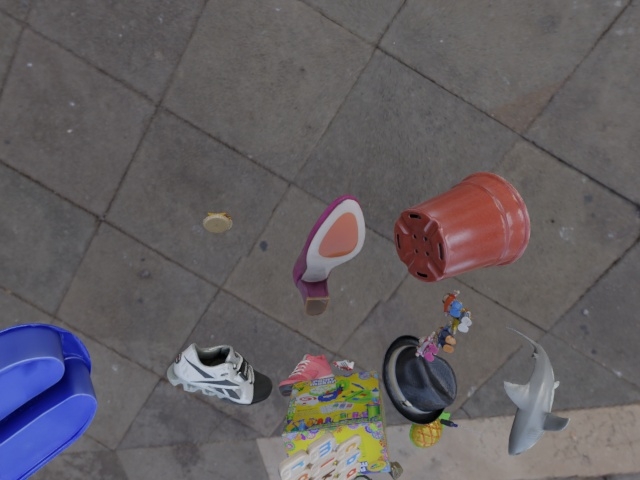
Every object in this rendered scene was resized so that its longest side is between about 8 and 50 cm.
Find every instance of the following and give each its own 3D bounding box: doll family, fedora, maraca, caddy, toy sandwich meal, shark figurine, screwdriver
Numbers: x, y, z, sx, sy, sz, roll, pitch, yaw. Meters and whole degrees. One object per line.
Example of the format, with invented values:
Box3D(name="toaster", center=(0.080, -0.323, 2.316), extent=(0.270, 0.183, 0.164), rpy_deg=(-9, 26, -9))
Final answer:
Box3D(name="doll family", center=(0.423, 0.295, 1.599), extent=(0.118, 0.163, 0.263), rpy_deg=(28, 98, -1))
Box3D(name="fedora", center=(0.385, 0.498, 1.757), extent=(0.334, 0.334, 0.152), rpy_deg=(48, 143, -11))
Box3D(name="maraca", center=(0.424, 0.721, 1.870), extent=(0.185, 0.099, 0.127), rpy_deg=(-44, 104, -6))
Box3D(name="caddy", center=(-0.607, 0.316, 0.925), extent=(0.341, 0.179, 0.241), rpy_deg=(-37, 124, -24))
Box3D(name="toy sandwich meal", center=(-0.298, -0.055, 1.402), extent=(0.085, 0.029, 0.086), rpy_deg=(-6, 141, -5))
Box3D(name="shark figurine", center=(0.440, 0.303, 1.032), extent=(0.116, 0.278, 0.166), rpy_deg=(21, 151, -2))
Box3D(name="screwdriver", center=(0.513, 0.679, 1.761), extent=(0.170, 0.024, 0.025), rpy_deg=(-3, 124, 45))

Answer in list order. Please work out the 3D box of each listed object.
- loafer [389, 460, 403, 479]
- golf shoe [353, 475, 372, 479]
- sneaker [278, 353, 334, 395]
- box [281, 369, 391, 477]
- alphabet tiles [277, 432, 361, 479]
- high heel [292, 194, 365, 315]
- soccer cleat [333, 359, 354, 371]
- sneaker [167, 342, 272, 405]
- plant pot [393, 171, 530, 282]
Box3D(name="loafer", center=(0.262, 0.810, 1.717), extent=(0.050, 0.056, 0.148), rpy_deg=(-37, 148, -12))
Box3D(name="golf shoe", center=(0.095, 0.864, 1.486), extent=(0.105, 0.120, 0.273), rpy_deg=(15, 72, 25))
Box3D(name="sneaker", center=(-0.063, 0.511, 1.857), extent=(0.116, 0.314, 0.136), rpy_deg=(-23, 73, 29))
Box3D(name="box", center=(0.055, 0.567, 1.503), extent=(0.289, 0.279, 0.177), rpy_deg=(-10, 105, 7))
Box3D(name="alphabet tiles", center=(-0.023, 0.556, 1.105), extent=(0.278, 0.021, 0.284), rpy_deg=(-23, 130, -25))
Box3D(name="high heel", center=(0.000, 0.000, 1.131), extent=(0.127, 0.181, 0.377), rpy_deg=(4, 135, -19))
Box3D(name="soccer cleat", center=(0.078, 0.416, 1.627), extent=(0.083, 0.036, 0.029), rpy_deg=(2, 143, 45))
Box3D(name="sneaker", center=(-0.260, 0.383, 1.409), extent=(0.330, 0.122, 0.146), rpy_deg=(23, 114, -34))
Box3D(name="plant pot", center=(0.360, -0.022, 1.294), extent=(0.265, 0.272, 0.272), rpy_deg=(-18, 114, -28))
